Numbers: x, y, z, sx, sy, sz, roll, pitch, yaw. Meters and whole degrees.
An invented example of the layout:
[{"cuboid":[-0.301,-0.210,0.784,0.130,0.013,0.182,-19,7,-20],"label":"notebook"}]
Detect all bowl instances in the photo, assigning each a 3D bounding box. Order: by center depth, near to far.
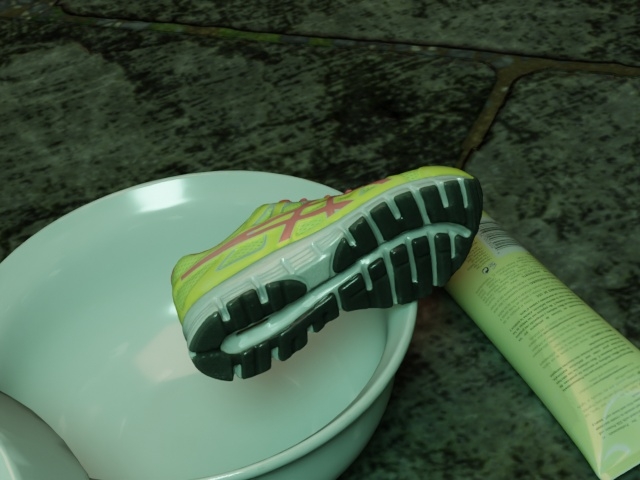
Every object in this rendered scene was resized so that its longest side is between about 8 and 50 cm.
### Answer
[{"cuboid":[-0.077,0.093,0.980,0.297,0.134,0.298,-7,39,6],"label":"bowl"}]

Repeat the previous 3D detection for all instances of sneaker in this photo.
[{"cuboid":[0.000,0.000,0.907,0.208,0.081,0.094,-23,38,-15],"label":"sneaker"}]

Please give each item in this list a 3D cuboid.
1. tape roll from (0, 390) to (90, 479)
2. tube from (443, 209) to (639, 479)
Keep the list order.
[{"cuboid":[-0.255,0.202,0.804,0.286,0.100,0.286,-5,74,17],"label":"tape roll"},{"cuboid":[0.156,0.067,1.028,0.070,0.062,0.240,-55,47,14],"label":"tube"}]
